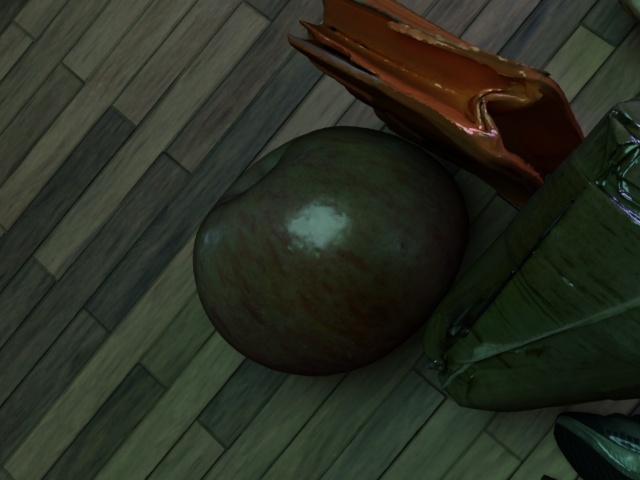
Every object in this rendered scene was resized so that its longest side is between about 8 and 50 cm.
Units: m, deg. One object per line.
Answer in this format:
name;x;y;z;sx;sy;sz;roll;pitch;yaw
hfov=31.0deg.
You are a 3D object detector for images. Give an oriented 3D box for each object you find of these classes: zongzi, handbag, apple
zongzi;0.348;0.159;1.238;0.467;0.218;0.500;52;125;20
handbag;0.156;-0.157;1.364;0.303;0.410;0.116;30;93;23
apple;0.000;0.000;1.424;0.345;0.269;0.345;-34;34;28

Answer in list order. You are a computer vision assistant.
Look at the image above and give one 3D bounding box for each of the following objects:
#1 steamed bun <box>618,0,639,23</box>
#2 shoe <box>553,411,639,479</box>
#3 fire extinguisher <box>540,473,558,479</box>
steamed bun;0.537;-0.344;1.383;0.372;0.230;0.325;35;120;17
shoe;0.388;0.253;1.362;0.112;0.099;0.227;-39;45;-24
fire extinguisher;0.322;0.327;1.388;0.132;0.039;0.056;23;118;22
